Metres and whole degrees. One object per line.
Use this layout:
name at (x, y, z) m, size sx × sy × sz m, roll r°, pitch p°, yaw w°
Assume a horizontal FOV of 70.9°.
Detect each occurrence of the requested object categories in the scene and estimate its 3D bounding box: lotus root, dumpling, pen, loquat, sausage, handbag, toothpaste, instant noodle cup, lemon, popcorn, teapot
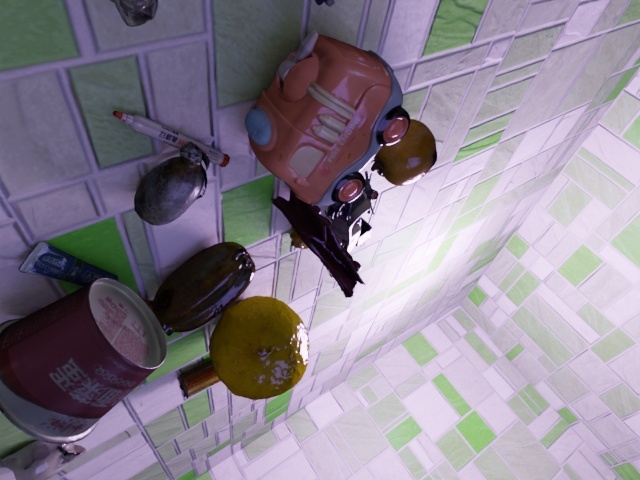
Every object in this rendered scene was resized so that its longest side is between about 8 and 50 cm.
lotus root at (-0.230, -0.084, 0.709) m, size 0.165 × 0.088 × 0.088 m, roll -42°, pitch 154°, yaw 19°
dumpling at (-0.688, 0.547, 1.121) m, size 0.176 × 0.092 × 0.150 m, roll -26°, pitch 165°, yaw -36°
pen at (-0.219, -0.154, 0.686) m, size 0.026 × 0.026 × 0.218 m, roll -47°, pitch 153°, yaw 15°
loquat at (0.189, -0.198, 1.018) m, size 0.163 × 0.137 × 0.163 m, roll -35°, pitch 173°, yaw -5°
sausage at (-0.261, 0.375, 1.407) m, size 0.371 × 0.082 × 0.082 m, roll -19°, pitch 147°, yaw -37°
handbag at (0.002, -0.002, 0.955) m, size 0.074 × 0.203 × 0.216 m, roll -37°, pitch 127°, yaw 0°
toothpaste at (-0.408, 0.056, 0.764) m, size 0.057 × 0.034 × 0.197 m, roll -54°, pitch 153°, yaw -6°
lotus root at (-0.242, 0.096, 0.941) m, size 0.241 × 0.123 × 0.124 m, roll -36°, pitch 125°, yaw -2°
instant noodle cup at (-0.386, 0.183, 0.747) m, size 0.178 × 0.235 × 0.235 m, roll -35°, pitch 154°, yaw 4°
lemon at (-0.159, 0.281, 1.183) m, size 0.268 × 0.268 × 0.322 m, roll -28°, pitch 173°, yaw -22°
popcorn at (-0.040, -0.014, 1.101) m, size 0.083 × 0.057 × 0.082 m, roll -35°, pitch 160°, yaw -15°
teapot at (-0.199, -0.267, 0.471) m, size 0.057 × 0.083 × 0.067 m, roll 5°, pitch 132°, yaw -49°

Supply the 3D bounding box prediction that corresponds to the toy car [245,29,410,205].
toy car at (-0.008, -0.197, 0.737) m, size 0.212 × 0.180 × 0.270 m, roll 11°, pitch 125°, yaw -44°

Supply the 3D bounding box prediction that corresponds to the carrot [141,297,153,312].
carrot at (-0.390, 0.125, 0.889) m, size 0.047 × 0.047 × 0.191 m, roll -41°, pitch 149°, yaw 4°

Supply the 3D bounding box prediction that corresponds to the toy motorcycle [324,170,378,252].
toy motorcycle at (0.072, -0.056, 1.150) m, size 0.157 × 0.091 × 0.263 m, roll -38°, pitch 157°, yaw -21°

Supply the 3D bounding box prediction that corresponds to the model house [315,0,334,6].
model house at (0.028, -0.365, 0.602) m, size 0.100 × 0.088 × 0.100 m, roll -38°, pitch 153°, yaw 5°

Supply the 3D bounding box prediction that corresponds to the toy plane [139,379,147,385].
toy plane at (-0.513, 0.318, 1.007) m, size 0.234 × 0.082 × 0.160 m, roll -16°, pitch 159°, yaw -12°
